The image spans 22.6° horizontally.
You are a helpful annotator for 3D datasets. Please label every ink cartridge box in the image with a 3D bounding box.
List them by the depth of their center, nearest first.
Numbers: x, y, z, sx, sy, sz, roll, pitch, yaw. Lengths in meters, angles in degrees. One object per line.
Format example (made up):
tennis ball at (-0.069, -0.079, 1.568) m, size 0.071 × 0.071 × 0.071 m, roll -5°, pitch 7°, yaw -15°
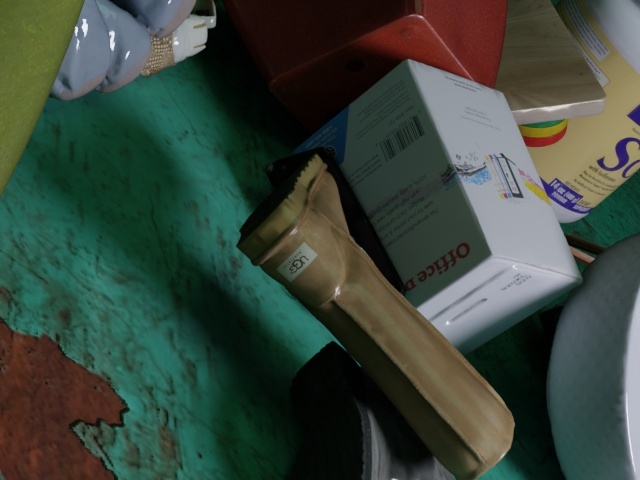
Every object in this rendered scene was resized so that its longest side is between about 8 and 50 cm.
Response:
ink cartridge box at (0.116, -0.026, 1.594) m, size 0.168 × 0.171 × 0.233 m, roll 12°, pitch 50°, yaw -48°

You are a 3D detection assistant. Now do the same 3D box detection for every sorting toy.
sorting toy at (0.181, -0.199, 1.955) m, size 0.257 × 0.089 × 0.255 m, roll -8°, pitch 43°, yaw -11°

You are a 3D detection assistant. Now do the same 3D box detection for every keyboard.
keyboard at (0.000, 0.000, 1.534) m, size 0.100 × 0.038 × 0.192 m, roll -16°, pitch 58°, yaw -19°

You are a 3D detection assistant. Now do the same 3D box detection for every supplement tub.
supplement tub at (0.374, -0.209, 2.124) m, size 0.241 × 0.331 × 0.241 m, roll 36°, pitch 27°, yaw -22°

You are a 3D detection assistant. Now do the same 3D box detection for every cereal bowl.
cereal bowl at (0.332, 0.156, 1.652) m, size 0.339 × 0.141 × 0.339 m, roll 7°, pitch 82°, yaw -52°

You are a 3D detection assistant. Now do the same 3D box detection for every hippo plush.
hippo plush at (-0.263, -0.269, 1.415) m, size 0.236 × 0.234 × 0.294 m, roll 28°, pitch 12°, yaw 22°

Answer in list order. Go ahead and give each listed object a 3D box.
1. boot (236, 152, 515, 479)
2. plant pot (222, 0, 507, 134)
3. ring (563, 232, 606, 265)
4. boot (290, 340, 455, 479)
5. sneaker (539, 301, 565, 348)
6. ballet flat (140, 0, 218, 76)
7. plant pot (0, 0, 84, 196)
boot at (0.048, 0.064, 1.363) m, size 0.269 × 0.089 × 0.236 m, roll 46°, pitch 17°, yaw -7°
plant pot at (0.052, -0.242, 1.714) m, size 0.267 × 0.267 × 0.236 m, roll 43°, pitch 30°, yaw -47°
ring at (0.381, 0.050, 1.919) m, size 0.336 × 0.032 × 0.336 m, roll 22°, pitch 0°, yaw 0°
boot at (0.059, 0.193, 1.313) m, size 0.161 × 0.083 × 0.246 m, roll 39°, pitch 21°, yaw -20°
sneaker at (0.385, 0.134, 1.853) m, size 0.330 × 0.147 × 0.130 m, roll 26°, pitch 32°, yaw -37°
ballet flat at (-0.142, -0.220, 1.613) m, size 0.067 × 0.073 × 0.206 m, roll 3°, pitch 30°, yaw 6°
plant pot at (-0.277, -0.108, 0.972) m, size 0.275 × 0.293 × 0.275 m, roll 37°, pitch 27°, yaw -22°
